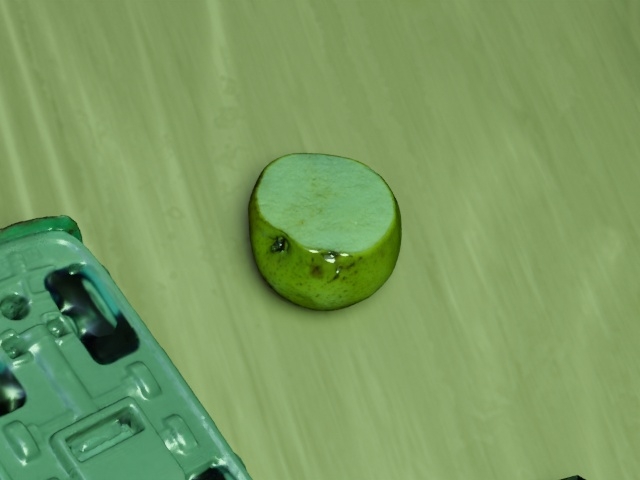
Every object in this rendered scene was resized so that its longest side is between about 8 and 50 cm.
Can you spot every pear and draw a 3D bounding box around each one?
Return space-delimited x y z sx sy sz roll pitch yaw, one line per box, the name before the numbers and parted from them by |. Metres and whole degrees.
pear | 0.000 0.000 1.256 0.141 0.104 0.141 8 44 -8

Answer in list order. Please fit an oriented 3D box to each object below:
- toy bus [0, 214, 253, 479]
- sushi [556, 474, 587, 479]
toy bus | -0.189 0.177 1.106 0.184 0.199 0.343 -24 71 -36
sushi | 0.174 0.334 1.140 0.109 0.134 0.272 31 53 -27
